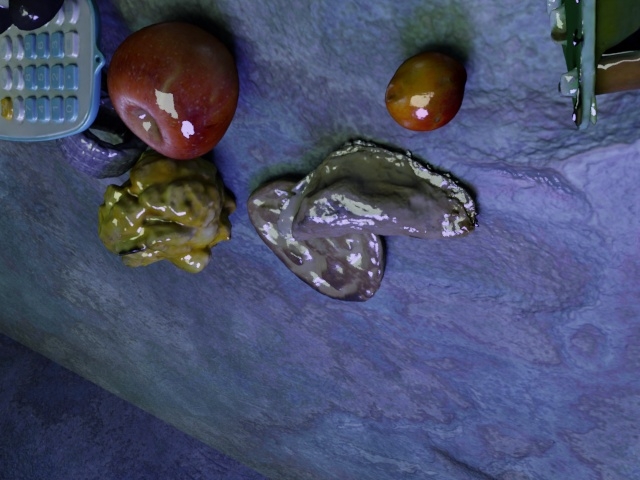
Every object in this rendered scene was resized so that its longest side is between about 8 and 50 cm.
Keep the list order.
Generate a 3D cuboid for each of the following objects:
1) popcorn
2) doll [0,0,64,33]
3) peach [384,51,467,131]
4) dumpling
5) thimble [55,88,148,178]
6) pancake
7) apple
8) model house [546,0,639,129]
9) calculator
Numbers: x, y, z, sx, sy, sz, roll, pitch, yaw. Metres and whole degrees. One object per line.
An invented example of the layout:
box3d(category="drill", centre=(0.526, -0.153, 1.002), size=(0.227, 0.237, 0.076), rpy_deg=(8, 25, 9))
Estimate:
box3d(category="popcorn", centre=(-0.286, -0.048, 1.070), size=(0.252, 0.215, 0.286), rpy_deg=(6, 161, -30))
box3d(category="doll", centre=(-0.479, -0.394, 0.848), size=(0.234, 0.135, 0.143), rpy_deg=(0, 135, 25))
box3d(category="peach", centre=(0.131, -0.180, 0.701), size=(0.100, 0.101, 0.101), rpy_deg=(20, 142, 16))
box3d(category="dumpling", centre=(0.064, -0.060, 0.870), size=(0.332, 0.086, 0.166), rpy_deg=(-4, 122, 22))
box3d(category="thimble", centre=(-0.385, -0.191, 1.025), size=(0.150, 0.150, 0.098), rpy_deg=(41, 139, -12))
box3d(category="pancake", centre=(0.000, 0.000, 1.049), size=(0.294, 0.049, 0.294), rpy_deg=(21, 140, 19))
box3d(category="apple", centre=(-0.211, -0.227, 0.855), size=(0.201, 0.162, 0.201), rpy_deg=(29, 154, 16))
box3d(category="model house", centre=(0.314, -0.297, 0.388), size=(0.312, 0.242, 0.358), rpy_deg=(-7, 129, 19))
box3d(category="calculator", centre=(-0.491, -0.295, 0.955), size=(0.386, 0.054, 0.256), rpy_deg=(8, 98, 30))
